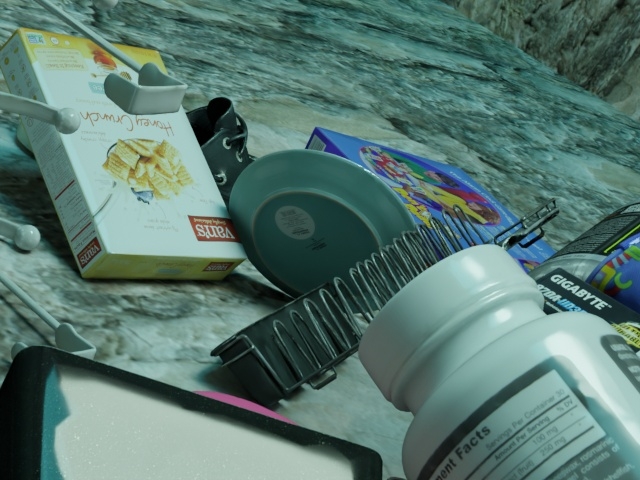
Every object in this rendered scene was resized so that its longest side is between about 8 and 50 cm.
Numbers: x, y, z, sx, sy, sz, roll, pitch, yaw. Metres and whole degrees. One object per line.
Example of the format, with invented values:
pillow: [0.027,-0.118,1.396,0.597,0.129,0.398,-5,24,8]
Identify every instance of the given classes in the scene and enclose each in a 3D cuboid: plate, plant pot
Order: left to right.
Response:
plant pot: [-0.084,0.191,0.653,0.188,0.187,0.167,20,32,-19]
plate: [0.000,0.000,1.298,0.188,0.188,0.024,27,46,3]

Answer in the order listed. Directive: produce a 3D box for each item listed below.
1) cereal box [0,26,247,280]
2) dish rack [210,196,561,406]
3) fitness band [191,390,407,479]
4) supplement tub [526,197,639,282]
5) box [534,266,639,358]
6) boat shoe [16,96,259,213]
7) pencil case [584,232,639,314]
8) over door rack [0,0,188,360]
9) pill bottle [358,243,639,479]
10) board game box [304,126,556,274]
cereal box: [-0.178,-0.075,1.295,0.173,0.047,0.240,2,56,-50]
dish rack: [0.063,0.033,1.161,0.074,0.271,0.208,57,22,2]
fitness band: [-0.020,0.189,0.923,0.209,0.054,0.291,20,18,-16]
supplement tub: [0.285,0.083,1.347,0.194,0.193,0.316,34,33,22]
box: [0.231,0.152,1.098,0.051,0.220,0.175,-26,33,-20]
boat shoe: [-0.131,-0.100,1.473,0.340,0.113,0.127,20,19,-19]
pencil case: [0.326,0.102,1.059,0.119,0.133,0.306,-27,46,-21]
over door rack: [-0.213,-0.075,1.100,0.108,0.239,0.324,2,29,-40]
pill bottle: [0.165,0.159,0.944,0.176,0.176,0.318,1,46,-53]
board game box: [0.145,0.005,1.615,0.233,0.078,0.347,13,22,-35]
